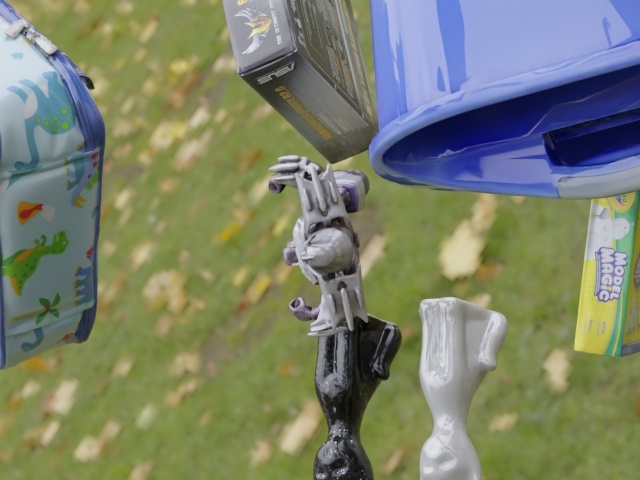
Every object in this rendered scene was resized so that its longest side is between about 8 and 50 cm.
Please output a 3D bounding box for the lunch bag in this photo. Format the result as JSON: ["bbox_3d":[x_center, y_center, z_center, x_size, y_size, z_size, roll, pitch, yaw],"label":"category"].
[{"bbox_3d":[-0.214,-0.044,1.233,0.176,0.090,0.219,41,139,39],"label":"lunch bag"}]

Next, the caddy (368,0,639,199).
[{"bbox_3d":[0.192,-0.118,1.288,0.341,0.241,0.179,-14,74,24],"label":"caddy"}]

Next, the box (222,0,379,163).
[{"bbox_3d":[-0.026,-0.205,1.634,0.056,0.183,0.231,-21,61,17],"label":"box"}]

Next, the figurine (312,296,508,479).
[{"bbox_3d":[0.086,0.175,1.979,0.215,0.092,0.209,-7,68,34],"label":"figurine"}]

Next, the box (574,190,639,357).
[{"bbox_3d":[0.239,-0.003,1.476,0.105,0.043,0.179,-4,-81,-66],"label":"box"}]

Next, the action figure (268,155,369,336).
[{"bbox_3d":[0.000,0.000,1.938,0.285,0.099,0.185,-74,-19,-81],"label":"action figure"}]
